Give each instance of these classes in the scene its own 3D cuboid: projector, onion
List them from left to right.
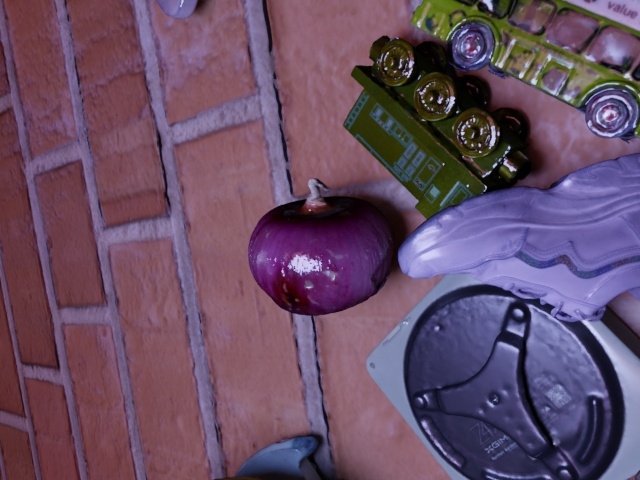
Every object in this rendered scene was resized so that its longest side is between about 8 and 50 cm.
[{"bbox_3d":[0.001,0.010,0.687,0.177,0.177,0.153,-20,87,40],"label":"onion"},{"bbox_3d":[0.200,0.156,0.610,0.259,0.079,0.257,50,124,21],"label":"projector"}]

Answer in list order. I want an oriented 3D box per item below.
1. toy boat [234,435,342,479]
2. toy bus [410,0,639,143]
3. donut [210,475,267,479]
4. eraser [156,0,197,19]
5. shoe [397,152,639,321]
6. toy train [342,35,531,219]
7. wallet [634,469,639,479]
[{"bbox_3d":[-0.053,0.375,0.878,0.208,0.079,0.134,-41,83,27],"label":"toy boat"},{"bbox_3d":[0.237,-0.180,0.503,0.302,0.113,0.139,38,120,26],"label":"toy bus"},{"bbox_3d":[-0.076,0.503,0.771,0.450,0.198,0.448,10,121,17],"label":"donut"},{"bbox_3d":[-0.212,-0.452,0.856,0.204,0.059,0.243,-3,93,40],"label":"eraser"},{"bbox_3d":[0.197,0.016,0.515,0.245,0.095,0.137,-15,79,3],"label":"shoe"},{"bbox_3d":[0.118,-0.120,0.624,0.225,0.090,0.137,49,128,22],"label":"toy train"},{"bbox_3d":[0.346,0.170,0.473,0.152,0.118,0.038,-59,30,34],"label":"wallet"}]
